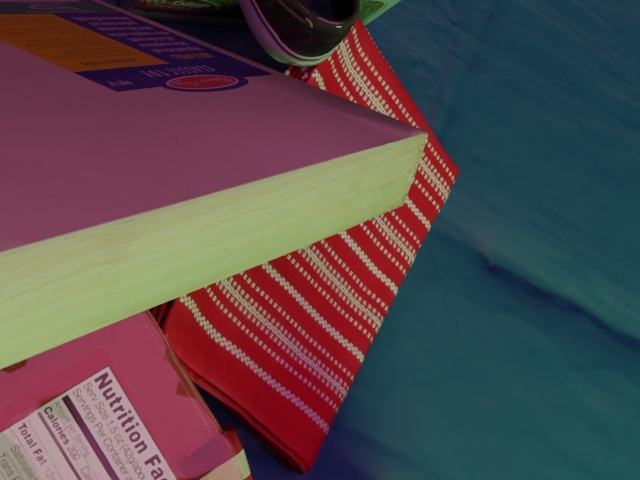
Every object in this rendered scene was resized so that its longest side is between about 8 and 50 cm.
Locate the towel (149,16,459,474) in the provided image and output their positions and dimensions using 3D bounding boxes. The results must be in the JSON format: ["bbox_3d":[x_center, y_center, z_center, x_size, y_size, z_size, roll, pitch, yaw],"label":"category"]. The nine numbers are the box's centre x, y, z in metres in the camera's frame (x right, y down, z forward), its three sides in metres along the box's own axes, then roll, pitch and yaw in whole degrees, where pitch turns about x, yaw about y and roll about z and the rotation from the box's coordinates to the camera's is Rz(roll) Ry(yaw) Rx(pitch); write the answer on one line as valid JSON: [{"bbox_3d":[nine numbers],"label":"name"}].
[{"bbox_3d":[0.000,0.000,0.798,0.199,0.031,0.275,51,59,-41],"label":"towel"}]

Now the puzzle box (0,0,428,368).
[{"bbox_3d":[-0.147,-0.055,0.562,0.409,0.272,0.052,-21,131,-60],"label":"puzzle box"}]

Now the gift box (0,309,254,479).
[{"bbox_3d":[-0.169,0.166,0.605,0.276,0.258,0.255,-27,95,-13],"label":"gift box"}]

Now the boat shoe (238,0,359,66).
[{"bbox_3d":[-0.043,-0.216,0.708,0.080,0.076,0.228,-25,93,-27],"label":"boat shoe"}]

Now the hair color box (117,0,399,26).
[{"bbox_3d":[-0.050,-0.345,0.835,0.185,0.113,0.374,0,80,-26],"label":"hair color box"}]
